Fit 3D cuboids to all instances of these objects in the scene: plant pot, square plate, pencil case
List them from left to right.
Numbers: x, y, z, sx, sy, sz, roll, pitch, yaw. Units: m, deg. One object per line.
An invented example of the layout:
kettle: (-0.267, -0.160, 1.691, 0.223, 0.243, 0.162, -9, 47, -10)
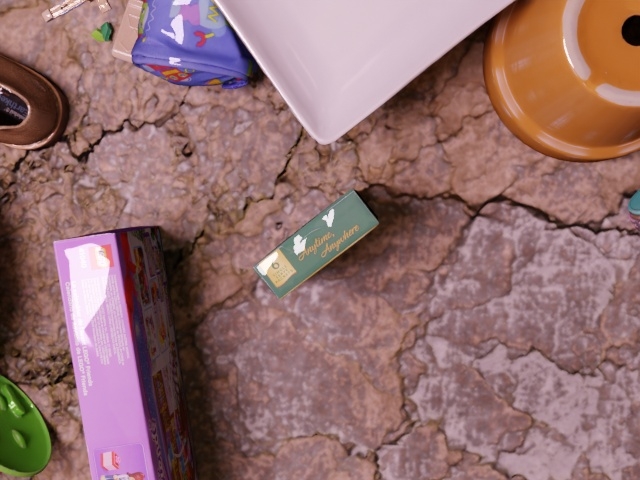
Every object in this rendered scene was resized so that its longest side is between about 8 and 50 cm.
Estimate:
pencil case: (-0.086, -0.293, 0.959, 0.133, 0.119, 0.306, 14, 93, -23)
square plate: (0.034, -0.319, 0.879, 0.347, 0.049, 0.344, -37, 95, -1)
plant pot: (0.263, -0.176, 0.921, 0.205, 0.188, 0.205, 0, 93, 1)

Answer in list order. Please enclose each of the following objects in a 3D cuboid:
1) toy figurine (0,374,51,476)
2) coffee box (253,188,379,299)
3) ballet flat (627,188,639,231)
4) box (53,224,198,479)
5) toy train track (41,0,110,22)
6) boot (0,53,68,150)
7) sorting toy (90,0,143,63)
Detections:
toy figurine: (-0.380, 0.205, 1.002, 0.159, 0.130, 0.173, -40, 69, 12)
coffee box: (0.000, 0.000, 0.937, 0.113, 0.184, 0.040, -37, 90, 2)
ballet flat: (0.394, -0.087, 0.987, 0.079, 0.077, 0.221, 34, 98, -19)
box: (-0.172, 0.135, 0.939, 0.057, 0.201, 0.293, -9, 92, 1)
toy train track: (-0.243, -0.244, 1.016, 0.083, 0.014, 0.048, -28, 92, 3)
boot: (-0.400, -0.175, 0.974, 0.305, 0.115, 0.112, 21, 95, 1)
sorting toy: (-0.187, -0.210, 1.017, 0.083, 0.012, 0.062, 18, 92, 0)
